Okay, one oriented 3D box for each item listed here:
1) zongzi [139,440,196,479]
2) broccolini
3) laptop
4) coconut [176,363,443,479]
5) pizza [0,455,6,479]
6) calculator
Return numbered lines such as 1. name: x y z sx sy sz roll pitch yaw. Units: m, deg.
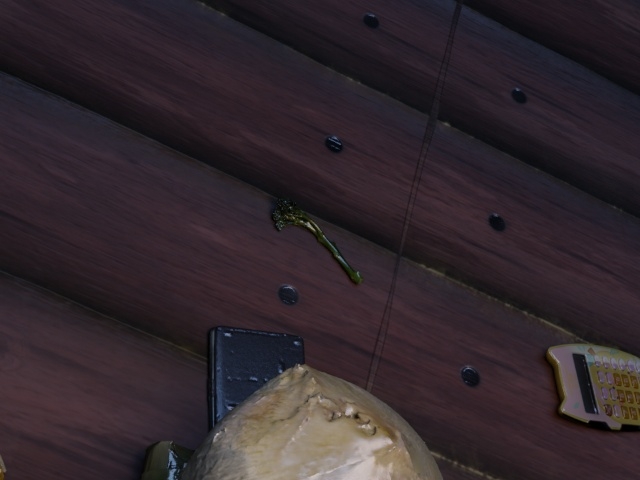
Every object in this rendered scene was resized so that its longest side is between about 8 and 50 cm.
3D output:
1. zongzi: -0.169 0.365 1.543 0.176 0.078 0.160 26 65 -29
2. broccolini: 0.002 -0.004 1.876 0.194 0.054 0.052 38 32 -3
3. laptop: -0.091 0.226 1.690 0.154 0.026 0.207 10 57 -22
4. coconut: -0.005 0.334 1.412 0.346 0.360 0.346 32 31 -22
5. pizza: -0.468 0.237 1.464 0.194 0.069 0.154 45 50 7
6. calculator: 0.489 0.255 1.965 0.237 0.033 0.157 10 56 -24
